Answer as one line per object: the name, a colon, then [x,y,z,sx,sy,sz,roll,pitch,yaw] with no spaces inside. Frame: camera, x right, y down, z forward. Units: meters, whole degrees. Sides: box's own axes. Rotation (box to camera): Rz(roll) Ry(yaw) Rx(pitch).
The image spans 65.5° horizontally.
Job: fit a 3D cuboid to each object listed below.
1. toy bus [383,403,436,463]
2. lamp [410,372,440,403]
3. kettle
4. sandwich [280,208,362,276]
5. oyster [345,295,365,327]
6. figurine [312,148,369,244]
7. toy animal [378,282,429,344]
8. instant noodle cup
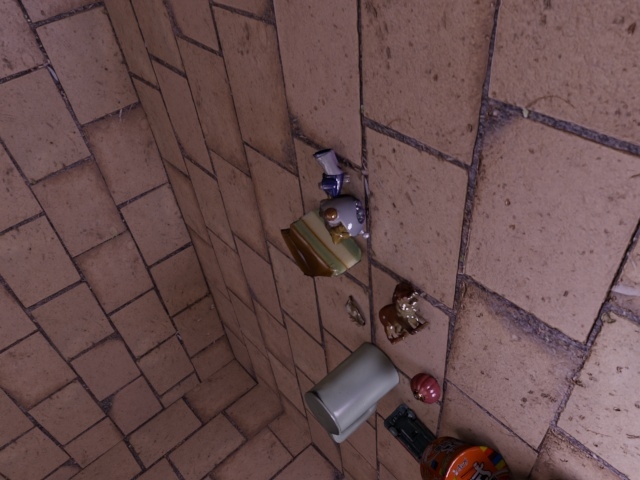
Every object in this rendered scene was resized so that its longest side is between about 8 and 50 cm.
toy bus: [0.373,0.779,1.938,0.265,0.121,0.119,43,160,25]
lamp: [0.351,0.494,1.663,0.107,0.092,0.107,39,147,31]
kettle: [0.118,0.579,1.907,0.205,0.318,0.264,42,150,24]
sandwich: [0.000,0.000,1.625,0.228,0.155,0.198,0,120,60]
oyster: [0.133,0.270,1.857,0.086,0.029,0.132,29,140,34]
figurine: [0.051,-0.131,1.446,0.194,0.133,0.273,27,-130,-79]
toy animal: [0.250,0.230,1.558,0.157,0.097,0.312,63,159,14]
instant noodle cup: [0.465,0.778,1.650,0.250,0.251,0.192,60,163,-7]
